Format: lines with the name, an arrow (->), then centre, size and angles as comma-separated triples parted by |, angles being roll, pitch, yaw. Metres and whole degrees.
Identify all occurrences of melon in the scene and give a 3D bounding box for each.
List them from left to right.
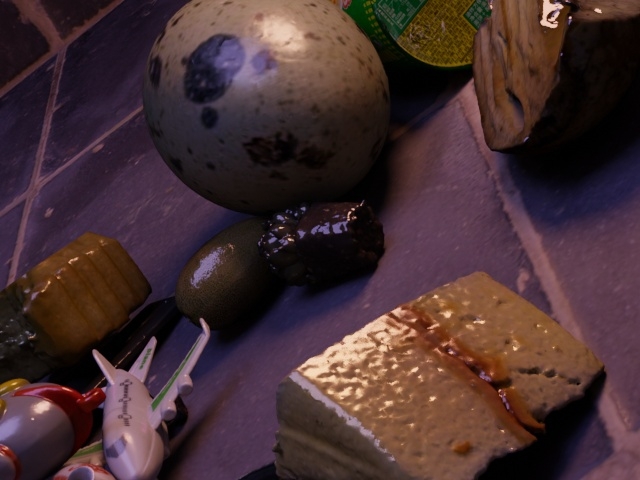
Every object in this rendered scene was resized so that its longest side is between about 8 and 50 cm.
melon -> -0.101, 0.036, 1.769 | 0.162, 0.099, 0.099 | -46, 24, -19

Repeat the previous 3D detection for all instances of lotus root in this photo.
lotus root -> 0.260, -0.193, 1.593 | 0.314, 0.142, 0.210 | -92, 18, -56

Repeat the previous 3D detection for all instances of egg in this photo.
egg -> -0.066, -0.172, 1.834 | 0.287, 0.287, 0.379 | -44, 19, -6

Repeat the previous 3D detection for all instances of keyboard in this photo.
keyboard -> -0.296, 0.181, 1.821 | 0.103, 0.041, 0.381 | -17, 17, 48

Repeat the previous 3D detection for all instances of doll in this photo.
doll -> -0.364, 0.227, 1.588 | 0.336, 0.105, 0.200 | -26, 10, 21

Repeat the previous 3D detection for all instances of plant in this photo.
plant -> 0.000, 0.000, 1.690 | 0.143, 0.092, 0.094 | -12, 43, 35

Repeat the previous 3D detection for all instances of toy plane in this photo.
toy plane -> -0.201, 0.201, 1.633 | 0.251, 0.101, 0.255 | -39, 27, 5

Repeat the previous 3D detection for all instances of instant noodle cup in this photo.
instant noodle cup -> 0.100, -0.296, 1.949 | 0.207, 0.207, 0.233 | -51, 17, -21

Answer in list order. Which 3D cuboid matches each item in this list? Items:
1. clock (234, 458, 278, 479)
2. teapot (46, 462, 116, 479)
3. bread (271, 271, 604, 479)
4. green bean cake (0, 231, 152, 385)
clock -> -0.064, 0.316, 1.268 | 0.313, 0.061, 0.312 | -33, 25, 18
teapot -> -0.260, 0.309, 1.511 | 0.245, 0.116, 0.159 | -44, 44, 26
bread -> 0.103, 0.152, 1.253 | 0.240, 0.135, 0.178 | -28, 49, -32
green bean cake -> -0.355, 0.106, 1.903 | 0.236, 0.124, 0.233 | -32, 6, 31
